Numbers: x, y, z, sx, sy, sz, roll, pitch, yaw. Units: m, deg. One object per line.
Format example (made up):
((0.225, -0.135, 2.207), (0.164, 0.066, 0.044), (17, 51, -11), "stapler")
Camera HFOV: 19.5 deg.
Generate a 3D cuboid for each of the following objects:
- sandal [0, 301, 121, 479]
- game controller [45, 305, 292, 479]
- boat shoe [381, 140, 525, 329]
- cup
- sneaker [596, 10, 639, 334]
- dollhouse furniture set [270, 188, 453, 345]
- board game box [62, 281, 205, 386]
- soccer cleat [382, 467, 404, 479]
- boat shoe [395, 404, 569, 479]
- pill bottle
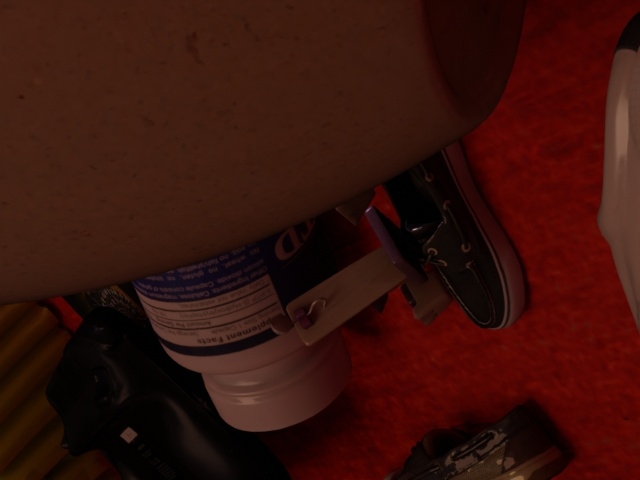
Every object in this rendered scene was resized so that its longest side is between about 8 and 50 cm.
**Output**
((-0.225, 0.167, 1.457), (0.138, 0.126, 0.317), (2, 123, 59), "sandal")
((-0.107, 0.128, 1.241), (0.166, 0.067, 0.319), (35, 164, -3), "game controller")
((0.058, -0.011, 0.934), (0.049, 0.040, 0.142), (3, 125, 53), "boat shoe")
((-0.051, -0.131, 0.730), (0.237, 0.331, 0.331), (3, 129, 21), "cup")
((0.165, 0.015, 0.781), (0.091, 0.094, 0.258), (45, 148, 45), "sneaker")
((0.000, 0.000, 0.987), (0.114, 0.081, 0.091), (61, -169, 26), "dollhouse furniture set")
((-0.137, 0.031, 1.271), (0.186, 0.026, 0.126), (46, 151, 12), "board game box")
((0.095, 0.217, 1.109), (0.196, 0.068, 0.076), (42, 146, 23), "soccer cleat")
((0.074, 0.128, 1.048), (0.152, 0.056, 0.049), (-27, 84, 42), "boat shoe")
((-0.051, 0.009, 1.037), (0.112, 0.112, 0.187), (16, 137, 47), "pill bottle")
